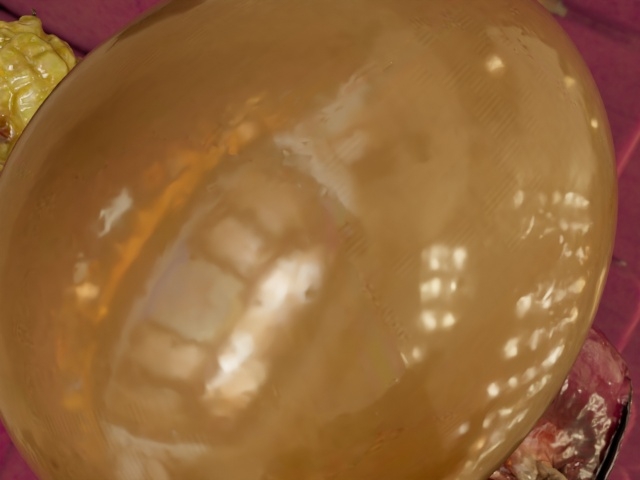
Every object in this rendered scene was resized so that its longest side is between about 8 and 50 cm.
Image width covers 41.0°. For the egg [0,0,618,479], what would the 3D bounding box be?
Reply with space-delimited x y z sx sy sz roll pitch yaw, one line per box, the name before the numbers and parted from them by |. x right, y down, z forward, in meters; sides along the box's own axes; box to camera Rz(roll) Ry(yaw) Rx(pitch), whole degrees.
egg | 0.000 0.000 0.472 0.374 0.301 0.301 -36 146 -24

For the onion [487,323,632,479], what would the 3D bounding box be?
onion | 0.145 0.160 0.842 0.272 0.230 0.256 125 -14 -62

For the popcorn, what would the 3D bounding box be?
popcorn | -0.316 -0.144 0.970 0.169 0.189 0.218 -55 177 -22
